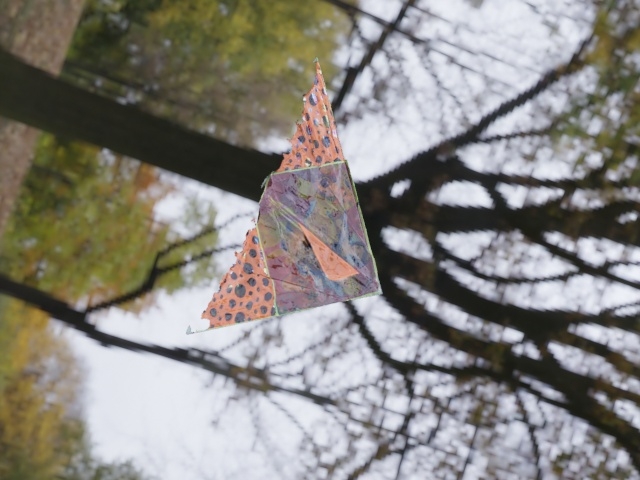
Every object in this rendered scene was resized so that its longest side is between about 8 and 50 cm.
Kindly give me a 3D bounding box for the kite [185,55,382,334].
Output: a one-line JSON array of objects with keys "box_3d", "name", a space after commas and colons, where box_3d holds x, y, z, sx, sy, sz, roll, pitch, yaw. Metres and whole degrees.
[{"box_3d": [0.001, 0.000, 0.868, 0.008, 0.125, 0.222, -12, -134, 46], "name": "kite"}]
